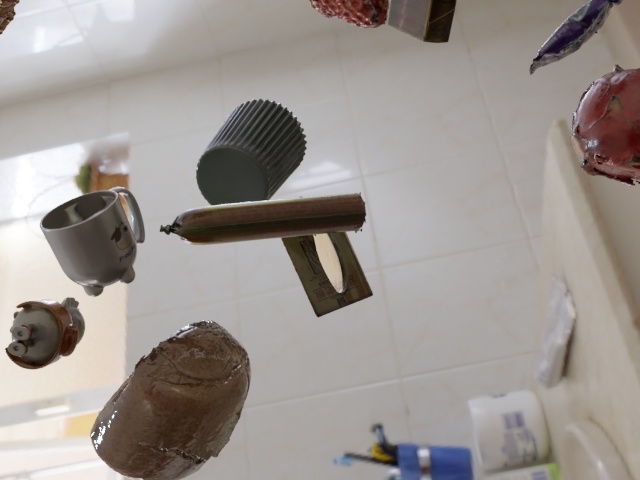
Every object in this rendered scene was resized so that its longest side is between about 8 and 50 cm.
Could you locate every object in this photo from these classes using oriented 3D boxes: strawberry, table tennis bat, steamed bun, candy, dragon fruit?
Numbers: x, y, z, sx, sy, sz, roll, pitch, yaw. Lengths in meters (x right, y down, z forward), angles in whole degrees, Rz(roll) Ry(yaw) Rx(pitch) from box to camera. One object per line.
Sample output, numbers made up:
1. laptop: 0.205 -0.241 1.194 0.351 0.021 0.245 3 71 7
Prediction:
1. strawberry: 0.076 -0.591 1.921 0.244 0.205 0.205 58 175 30
2. table tennis bat: 0.000 0.000 1.674 0.138 0.022 0.247 89 159 -47
3. steamed bun: -0.234 0.290 1.433 0.199 0.251 0.301 44 -159 6
4. candy: 0.602 -0.495 1.945 0.070 0.275 0.145 53 -171 10
5. dragon fruit: 0.776 -0.277 2.049 0.296 0.295 0.302 68 -138 -60

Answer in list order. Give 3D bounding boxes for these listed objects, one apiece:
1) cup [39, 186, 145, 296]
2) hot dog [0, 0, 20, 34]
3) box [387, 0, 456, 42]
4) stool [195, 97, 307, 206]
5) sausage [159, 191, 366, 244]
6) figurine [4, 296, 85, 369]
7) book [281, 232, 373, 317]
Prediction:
1. cup: -0.376 0.000 1.388 0.173 0.134 0.142 -99 -8 -63
2. hot dog: -0.625 -0.446 1.581 0.076 0.250 0.104 31 -142 -26
3. box: 0.214 -0.534 1.652 0.159 0.071 0.240 44 133 50
4. stool: -0.231 -0.260 2.661 0.330 0.297 0.297 -62 -37 -53
5. sausage: -0.103 -0.035 1.477 0.082 0.371 0.082 175 90 -73
6. figurine: -0.553 0.179 1.664 0.271 0.143 0.143 -131 28 -79
7. book: 0.015 0.064 2.074 0.026 0.161 0.231 -61 -53 -73
